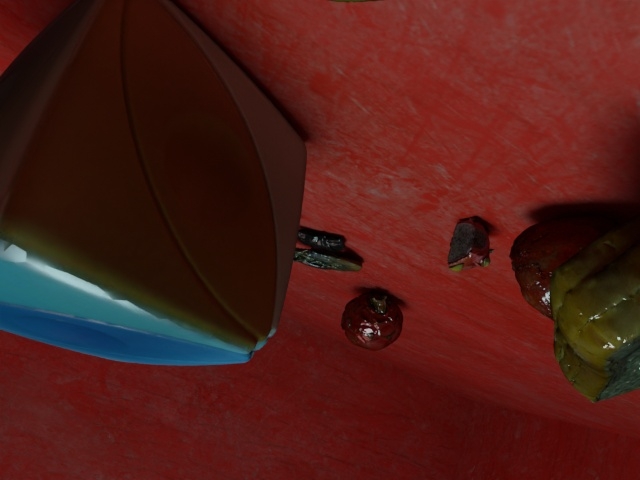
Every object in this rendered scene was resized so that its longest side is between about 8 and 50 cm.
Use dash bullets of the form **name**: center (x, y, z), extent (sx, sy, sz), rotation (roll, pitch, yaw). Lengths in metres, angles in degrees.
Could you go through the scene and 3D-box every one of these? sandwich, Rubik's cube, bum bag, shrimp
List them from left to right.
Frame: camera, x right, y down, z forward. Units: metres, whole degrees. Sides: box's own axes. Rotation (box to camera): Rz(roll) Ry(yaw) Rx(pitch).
- **Rubik's cube**: center (-0.254, -0.047, 0.620), extent (0.351, 0.348, 0.352), rotation (-13, 146, 38)
- **shrimp**: center (-0.004, 0.039, 1.154), extent (0.217, 0.051, 0.150), rotation (12, 174, 0)
- **bum bag**: center (0.000, 0.001, 1.088), extent (0.124, 0.034, 0.058), rotation (13, 155, 27)
- **sandwich**: center (0.366, 0.054, 0.469), extent (0.301, 0.271, 0.099), rotation (47, -165, -53)

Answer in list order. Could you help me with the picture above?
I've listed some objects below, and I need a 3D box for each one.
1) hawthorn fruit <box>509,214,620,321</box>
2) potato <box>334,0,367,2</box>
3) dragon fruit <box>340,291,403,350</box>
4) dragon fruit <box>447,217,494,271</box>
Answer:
- **hawthorn fruit**: center (0.336, 0.033, 0.612), extent (0.148, 0.148, 0.172), rotation (28, 146, -19)
- **potato**: center (0.059, -0.212, 0.316), extent (0.119, 0.054, 0.197), rotation (2, -175, -38)
- **dragon fruit**: center (0.150, 0.231, 1.392), extent (0.172, 0.172, 0.209), rotation (25, 155, -12)
- **dragon fruit**: center (0.240, 0.011, 0.750), extent (0.060, 0.083, 0.056), rotation (27, 158, -25)
